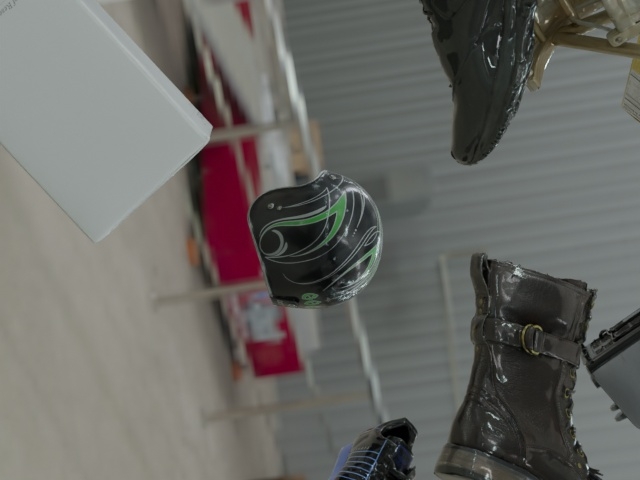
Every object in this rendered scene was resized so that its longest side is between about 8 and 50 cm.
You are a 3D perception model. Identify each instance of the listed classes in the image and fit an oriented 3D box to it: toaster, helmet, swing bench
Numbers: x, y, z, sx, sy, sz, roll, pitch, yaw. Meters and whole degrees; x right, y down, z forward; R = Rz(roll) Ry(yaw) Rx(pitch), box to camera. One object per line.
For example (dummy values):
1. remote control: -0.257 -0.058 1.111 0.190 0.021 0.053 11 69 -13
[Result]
1. toaster: 0.384 0.119 1.900 0.110 0.185 0.168 54 6 1
2. helmet: 0.000 0.000 2.168 0.169 0.161 0.169 164 -90 -89
3. swing bench: 0.305 -0.327 1.995 0.253 0.254 0.165 50 51 -36

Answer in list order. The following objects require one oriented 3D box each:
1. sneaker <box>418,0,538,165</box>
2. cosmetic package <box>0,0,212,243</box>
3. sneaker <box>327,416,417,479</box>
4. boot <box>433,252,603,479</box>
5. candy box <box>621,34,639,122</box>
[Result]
1. sneaker: 0.156 -0.216 1.731 0.109 0.130 0.286 -56 158 -67
2. cosmetic package: -0.279 -0.184 1.650 0.365 0.155 0.197 46 3 -8
3. sneaker: 0.061 0.281 1.987 0.081 0.090 0.232 47 22 -15
4. boot: 0.228 0.147 1.644 0.263 0.091 0.229 26 72 -31
5. candy box: 0.480 -0.255 2.361 0.053 0.109 0.187 44 -27 26
